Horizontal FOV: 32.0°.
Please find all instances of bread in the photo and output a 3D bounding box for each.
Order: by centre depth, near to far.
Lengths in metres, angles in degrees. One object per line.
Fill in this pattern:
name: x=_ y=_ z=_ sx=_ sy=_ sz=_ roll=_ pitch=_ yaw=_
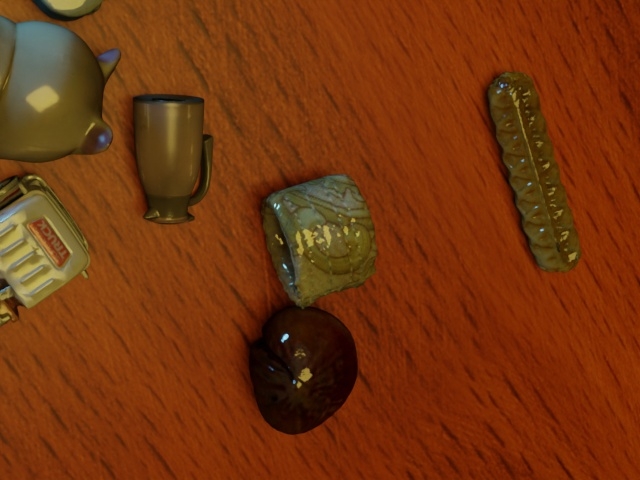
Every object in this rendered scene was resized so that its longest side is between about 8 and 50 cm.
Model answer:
bread: x=0.364 y=-0.112 z=1.901 sx=0.077 sy=0.084 sz=0.367 roll=-44 pitch=120 yaw=-54

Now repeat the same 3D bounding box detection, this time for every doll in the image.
doll: x=-0.473 y=-0.227 z=1.507 sx=0.370 sy=0.215 sz=0.226 roll=26 pitch=131 yaw=-30

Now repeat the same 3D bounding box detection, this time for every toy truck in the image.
toy truck: x=-0.505 y=0.074 z=1.546 sx=0.387 sy=0.207 sz=0.173 roll=-37 pitch=109 yaw=-11

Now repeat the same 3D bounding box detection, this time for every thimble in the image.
thimble: x=0.000 y=0.000 z=1.747 sx=0.143 sy=0.137 sz=0.190 roll=-15 pitch=88 yaw=-20

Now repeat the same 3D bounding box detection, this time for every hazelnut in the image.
hazelnut: x=-0.028 y=0.209 z=1.763 sx=0.178 sy=0.178 sz=0.204 roll=22 pitch=102 yaw=-22

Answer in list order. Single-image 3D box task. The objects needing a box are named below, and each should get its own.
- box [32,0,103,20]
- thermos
box: x=-0.345 y=-0.562 z=1.551 sx=0.396 sy=0.111 sz=0.396 roll=-44 pitch=111 yaw=-7
thermos: x=-0.216 y=-0.120 z=1.683 sx=0.137 sy=0.105 sz=0.193 roll=-14 pitch=110 yaw=-49
